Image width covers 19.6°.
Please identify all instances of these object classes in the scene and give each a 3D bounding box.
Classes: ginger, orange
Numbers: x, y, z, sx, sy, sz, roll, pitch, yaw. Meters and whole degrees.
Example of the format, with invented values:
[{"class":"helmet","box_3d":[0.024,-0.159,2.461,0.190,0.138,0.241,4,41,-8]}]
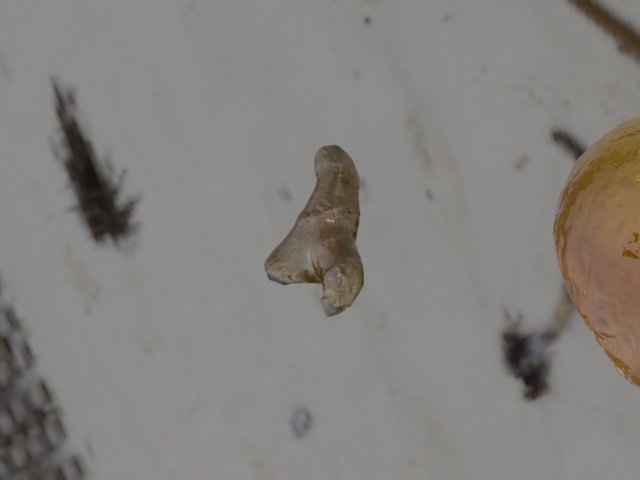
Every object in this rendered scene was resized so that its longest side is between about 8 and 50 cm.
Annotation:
[{"class":"ginger","box_3d":[0.000,0.001,0.858,0.030,0.048,0.097,47,-149,-42]},{"class":"orange","box_3d":[0.217,0.009,1.067,0.155,0.177,0.177,-30,80,25]}]
